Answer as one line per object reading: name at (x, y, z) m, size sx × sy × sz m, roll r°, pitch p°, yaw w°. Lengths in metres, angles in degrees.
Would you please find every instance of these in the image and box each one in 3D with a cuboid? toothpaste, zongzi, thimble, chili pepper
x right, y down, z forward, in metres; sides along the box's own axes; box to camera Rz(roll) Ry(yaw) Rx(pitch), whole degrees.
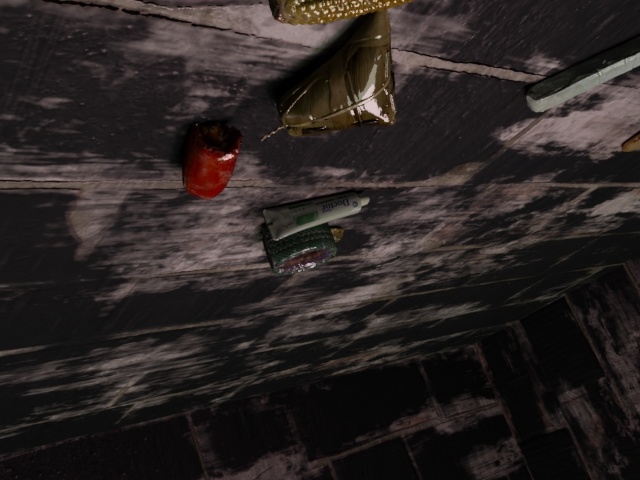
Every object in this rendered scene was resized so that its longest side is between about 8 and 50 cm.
toothpaste at (-0.003, -0.053, 1.275) m, size 0.218 × 0.064 × 0.041 m, roll -15°, pitch 164°, yaw -26°
zongzi at (0.001, -0.216, 0.875) m, size 0.188 × 0.081 × 0.178 m, roll -8°, pitch 138°, yaw 3°
thimble at (-0.042, 0.005, 1.326) m, size 0.135 × 0.090 × 0.118 m, roll -18°, pitch 159°, yaw -6°
chili pepper at (-0.155, -0.108, 0.966) m, size 0.073 × 0.070 × 0.123 m, roll -29°, pitch 164°, yaw -31°

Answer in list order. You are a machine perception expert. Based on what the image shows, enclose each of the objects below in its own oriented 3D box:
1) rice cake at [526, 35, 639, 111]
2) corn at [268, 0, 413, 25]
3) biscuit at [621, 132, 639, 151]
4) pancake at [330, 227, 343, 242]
rice cake at (0.465, -0.287, 1.157) m, size 0.245 × 0.042 × 0.045 m, roll -25°, pitch 148°, yaw 8°
corn at (0.097, -0.295, 0.710) m, size 0.319 × 0.097 × 0.097 m, roll -18°, pitch 160°, yaw -4°
biscuit at (0.762, -0.248, 1.584) m, size 0.071 × 0.018 × 0.147 m, roll -8°, pitch 155°, yaw -38°
pancake at (0.001, 0.000, 1.463) m, size 0.108 × 0.017 × 0.108 m, roll -20°, pitch 163°, yaw -6°
